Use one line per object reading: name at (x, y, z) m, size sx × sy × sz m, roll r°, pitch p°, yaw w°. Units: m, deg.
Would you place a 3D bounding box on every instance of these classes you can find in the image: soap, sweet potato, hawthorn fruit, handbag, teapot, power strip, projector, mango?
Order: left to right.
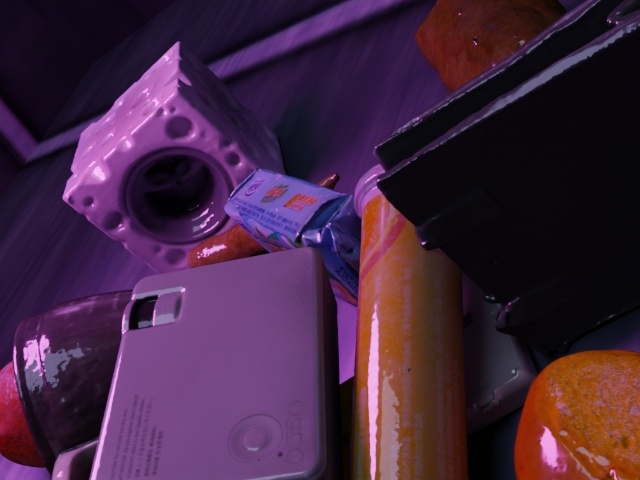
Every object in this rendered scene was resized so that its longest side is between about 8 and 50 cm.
hawthorn fruit at (-0.387, 0.233, 1.169) m, size 0.173 × 0.173 × 0.173 m, roll -34°, pitch 31°, yaw 23°
teapot at (-0.193, 0.154, 0.901) m, size 0.239 × 0.239 × 0.321 m, roll -23°, pitch -5°, yaw 0°
projector at (-0.080, 0.133, 0.716) m, size 0.192 × 0.099 × 0.256 m, roll -10°, pitch 40°, yaw 7°
sweet potato at (-0.075, -0.011, 1.158) m, size 0.281 × 0.059 × 0.067 m, roll -22°, pitch 25°, yaw 39°
soap at (0.000, 0.000, 0.937) m, size 0.077 × 0.156 × 0.293 m, roll -50°, pitch 27°, yaw -9°
power strip at (0.139, 0.088, 0.757) m, size 0.081 × 0.035 × 0.192 m, roll -38°, pitch 29°, yaw 20°
sweet potato at (0.215, -0.198, 0.916) m, size 0.158 × 0.158 × 0.369 m, roll -39°, pitch 36°, yaw 15°
handbag at (0.201, -0.044, 0.615) m, size 0.260 × 0.247 × 0.079 m, roll -33°, pitch 37°, yaw 22°
mango at (0.203, 0.163, 0.510) m, size 0.141 × 0.102 × 0.217 m, roll -21°, pitch 33°, yaw -2°

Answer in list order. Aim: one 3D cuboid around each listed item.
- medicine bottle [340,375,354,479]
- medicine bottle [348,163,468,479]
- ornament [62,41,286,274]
medicine bottle at (-0.053, 0.237, 0.788) m, size 0.309 × 0.076 × 0.111 m, roll -36°, pitch 25°, yaw 19°
medicine bottle at (0.071, 0.126, 0.663) m, size 0.108 × 0.108 × 0.426 m, roll -26°, pitch 44°, yaw 35°
ornament at (-0.220, -0.119, 1.306) m, size 0.240 × 0.239 × 0.239 m, roll -39°, pitch 28°, yaw 14°
